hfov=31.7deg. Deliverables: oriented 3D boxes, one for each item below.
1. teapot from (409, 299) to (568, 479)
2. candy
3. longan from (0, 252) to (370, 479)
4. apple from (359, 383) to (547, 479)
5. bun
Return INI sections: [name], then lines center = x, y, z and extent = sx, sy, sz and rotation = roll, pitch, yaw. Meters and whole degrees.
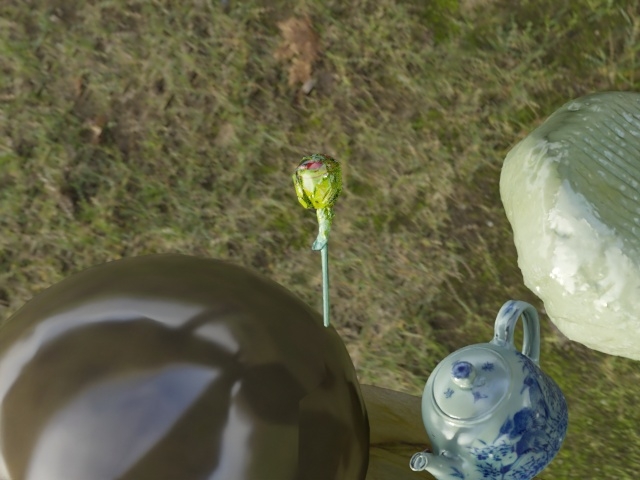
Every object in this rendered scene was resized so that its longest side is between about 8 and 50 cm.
[teapot]
center = 0.178, 0.171, 1.220
extent = 0.159, 0.159, 0.232
rotation = 21, 67, 30
[candy]
center = 0.000, 0.000, 0.792
extent = 0.035, 0.035, 0.122
rotation = -2, 97, 9
[longan]
center = -0.149, 0.185, 0.972
extent = 0.405, 0.404, 0.336
rotation = -30, 97, 17
[apple]
center = 0.095, 0.289, 1.358
extent = 0.329, 0.365, 0.295
rotation = -30, 58, 48
[bun]
center = 0.220, -0.002, 0.796
extent = 0.204, 0.213, 0.126
rotation = 53, 142, 15
